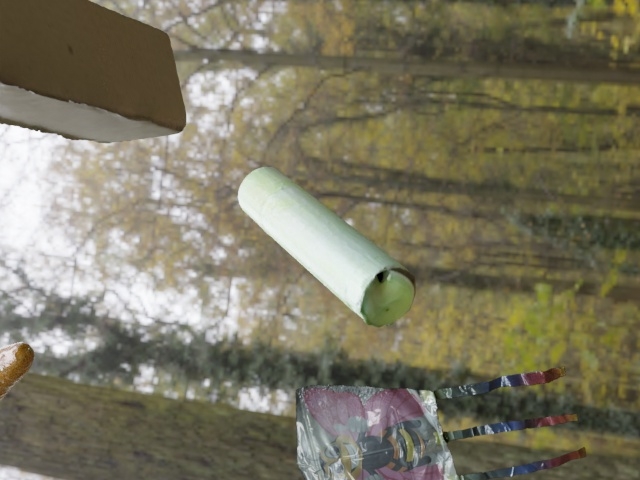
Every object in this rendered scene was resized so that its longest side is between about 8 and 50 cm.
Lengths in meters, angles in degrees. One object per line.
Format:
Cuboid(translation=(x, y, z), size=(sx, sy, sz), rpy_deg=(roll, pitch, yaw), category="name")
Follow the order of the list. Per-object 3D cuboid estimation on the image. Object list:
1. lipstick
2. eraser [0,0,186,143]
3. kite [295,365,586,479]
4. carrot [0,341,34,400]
Cuboid(translation=(0.000, 0.000, 1.174), size=(0.076, 0.304, 0.076), rpy_deg=(-16, -56, -26), category="lipstick")
Cuboid(translation=(-0.245, -0.159, 0.902), size=(0.352, 0.077, 0.111), rpy_deg=(4, -109, -67), category="eraser")
Cuboid(translation=(0.141, 0.248, 1.271), size=(0.022, 0.360, 0.204), rpy_deg=(-31, -75, -79), category="kite")
Cuboid(translation=(-0.339, 0.140, 1.061), size=(0.048, 0.139, 0.048), rpy_deg=(28, -139, -28), category="carrot")
